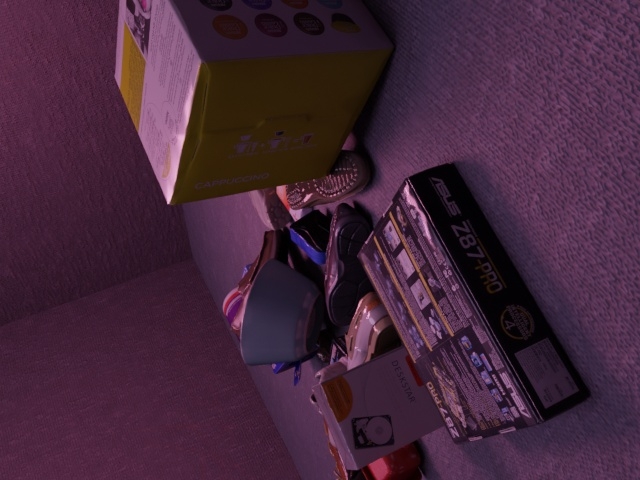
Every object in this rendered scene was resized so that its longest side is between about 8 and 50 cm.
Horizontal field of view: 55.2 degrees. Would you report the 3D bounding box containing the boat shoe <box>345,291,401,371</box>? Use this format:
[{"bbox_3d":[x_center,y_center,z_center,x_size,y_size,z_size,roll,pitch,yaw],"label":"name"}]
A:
[{"bbox_3d":[0.115,0.235,1.394,0.103,0.113,0.302,58,148,35],"label":"boat shoe"}]

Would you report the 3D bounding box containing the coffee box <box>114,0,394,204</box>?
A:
[{"bbox_3d":[-0.140,-0.309,1.075,0.334,0.338,0.338,62,147,23],"label":"coffee box"}]

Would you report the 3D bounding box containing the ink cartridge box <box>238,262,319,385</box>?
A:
[{"bbox_3d":[-0.124,0.275,2.033,0.395,0.151,0.270,63,160,15],"label":"ink cartridge box"}]

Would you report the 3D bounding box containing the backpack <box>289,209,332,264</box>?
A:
[{"bbox_3d":[0.000,0.000,1.482,0.120,0.098,0.101,41,158,32],"label":"backpack"}]

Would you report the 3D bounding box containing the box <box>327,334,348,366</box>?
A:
[{"bbox_3d":[0.081,0.392,1.637,0.175,0.051,0.220,44,135,46],"label":"box"}]

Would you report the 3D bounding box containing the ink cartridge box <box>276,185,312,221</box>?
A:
[{"bbox_3d":[-0.069,-0.143,1.601,0.145,0.045,0.179,56,160,34],"label":"ink cartridge box"}]

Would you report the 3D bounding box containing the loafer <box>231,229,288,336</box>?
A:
[{"bbox_3d":[-0.194,0.130,1.857,0.134,0.130,0.366,51,-129,-72],"label":"loafer"}]

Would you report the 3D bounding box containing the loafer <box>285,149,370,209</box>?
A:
[{"bbox_3d":[0.023,-0.130,1.294,0.268,0.092,0.102,-13,88,55],"label":"loafer"}]

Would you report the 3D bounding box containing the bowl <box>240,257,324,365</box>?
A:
[{"bbox_3d":[-0.090,0.217,1.729,0.311,0.163,0.311,11,-90,-77],"label":"bowl"}]

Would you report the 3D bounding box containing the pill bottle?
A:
[{"bbox_3d":[-0.242,0.326,2.351,0.323,0.181,0.181,51,154,44],"label":"pill bottle"}]

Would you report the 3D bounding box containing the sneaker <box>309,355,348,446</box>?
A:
[{"bbox_3d":[0.024,0.423,1.570,0.099,0.121,0.262,31,125,53],"label":"sneaker"}]

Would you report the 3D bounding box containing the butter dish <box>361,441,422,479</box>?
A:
[{"bbox_3d":[0.176,0.508,1.477,0.160,0.160,0.118,57,135,31],"label":"butter dish"}]

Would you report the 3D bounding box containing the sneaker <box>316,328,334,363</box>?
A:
[{"bbox_3d":[0.030,0.337,1.777,0.188,0.071,0.066,49,152,47],"label":"sneaker"}]

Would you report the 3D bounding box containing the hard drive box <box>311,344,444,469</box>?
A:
[{"bbox_3d":[0.127,0.333,1.253,0.181,0.232,0.089,65,160,12],"label":"hard drive box"}]

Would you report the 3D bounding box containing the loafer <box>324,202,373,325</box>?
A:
[{"bbox_3d":[0.061,0.055,1.380,0.095,0.109,0.302,-113,21,-52],"label":"loafer"}]

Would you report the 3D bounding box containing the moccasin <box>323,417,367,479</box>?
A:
[{"bbox_3d":[0.100,0.658,1.809,0.380,0.139,0.147,57,159,33],"label":"moccasin"}]

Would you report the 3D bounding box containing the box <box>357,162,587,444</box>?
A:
[{"bbox_3d":[0.215,0.121,1.003,0.395,0.097,0.318,63,159,18],"label":"box"}]

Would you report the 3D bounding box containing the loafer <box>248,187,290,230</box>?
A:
[{"bbox_3d":[-0.168,-0.177,1.735,0.111,0.112,0.319,32,140,48],"label":"loafer"}]
